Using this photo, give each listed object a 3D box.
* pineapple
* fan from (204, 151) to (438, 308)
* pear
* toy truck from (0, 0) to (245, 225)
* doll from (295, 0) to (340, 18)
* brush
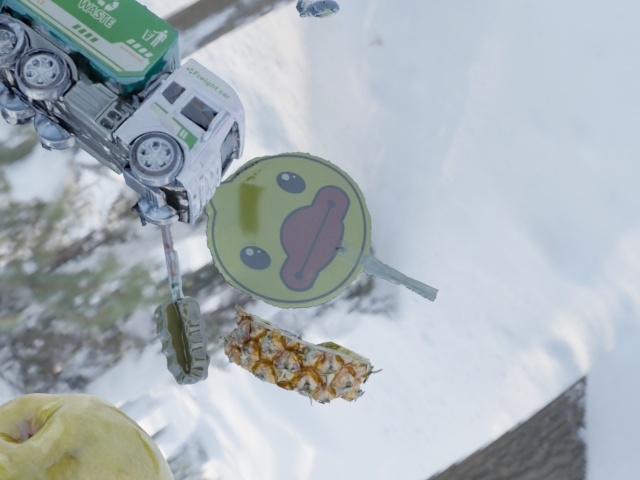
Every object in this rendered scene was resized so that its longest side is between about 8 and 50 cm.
[{"bbox_3d":[-0.022,0.170,1.540,0.233,0.080,0.135,17,-168,-14],"label":"pineapple"},{"bbox_3d":[0.000,0.000,1.422,0.334,0.230,0.011,24,152,-2],"label":"fan"},{"bbox_3d":[-0.318,0.343,1.337,0.314,0.314,0.314,50,164,21],"label":"pear"},{"bbox_3d":[-0.174,-0.125,0.855,0.253,0.124,0.114,35,161,8],"label":"toy truck"},{"bbox_3d":[-0.003,-0.271,1.280,0.125,0.037,0.027,-125,27,-71],"label":"doll"},{"bbox_3d":[-0.226,0.075,1.707,0.084,0.071,0.301,46,-148,-81],"label":"brush"}]
